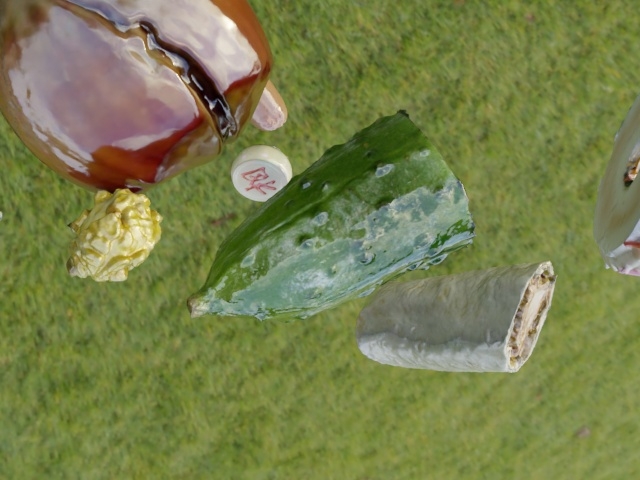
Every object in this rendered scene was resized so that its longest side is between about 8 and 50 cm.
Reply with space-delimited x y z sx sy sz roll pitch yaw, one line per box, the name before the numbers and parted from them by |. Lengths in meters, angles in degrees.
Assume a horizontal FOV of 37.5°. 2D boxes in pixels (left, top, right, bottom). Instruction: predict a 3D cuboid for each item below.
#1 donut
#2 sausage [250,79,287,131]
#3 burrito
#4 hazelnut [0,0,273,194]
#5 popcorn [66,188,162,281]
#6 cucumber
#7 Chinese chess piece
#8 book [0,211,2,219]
donut | 0.583 -0.113 1.561 0.143 0.382 0.382 18 133 1
sausage | -0.167 -0.320 1.729 0.086 0.086 0.289 -39 103 14
burrito | 0.188 0.113 1.305 0.299 0.143 0.105 -9 169 43
hazelnut | -0.149 -0.143 0.739 0.212 0.181 0.181 -50 165 -12
popcorn | -0.161 -0.002 0.726 0.083 0.082 0.057 -45 116 -1
cucumber | 0.000 0.002 0.779 0.245 0.134 0.134 -27 143 -9
Chinese chess piece | -0.117 -0.133 1.879 0.122 0.051 0.122 3 134 3
book | -0.575 0.026 1.273 0.228 0.018 0.322 22 131 -16
